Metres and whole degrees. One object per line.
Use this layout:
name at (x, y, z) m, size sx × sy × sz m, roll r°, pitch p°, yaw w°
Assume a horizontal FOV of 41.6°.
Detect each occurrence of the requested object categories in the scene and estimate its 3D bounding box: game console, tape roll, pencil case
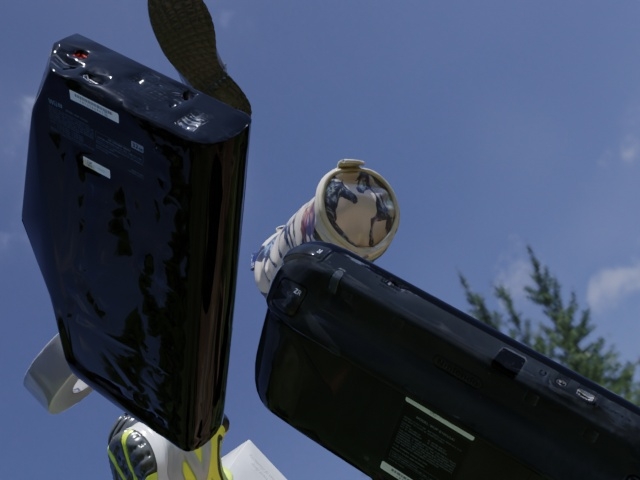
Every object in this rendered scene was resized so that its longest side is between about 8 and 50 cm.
game console at (-0.013, 0.056, 0.416) m, size 0.044 × 0.361 × 0.213 m, roll -39°, pitch -30°, yaw -43°
tape roll at (-0.436, 0.216, 1.553) m, size 0.219 × 0.072 × 0.219 m, roll -46°, pitch -8°, yaw -9°
pencil case at (0.000, 0.000, 1.552) m, size 0.160 × 0.184 × 0.410 m, roll -15°, pitch -13°, yaw -26°

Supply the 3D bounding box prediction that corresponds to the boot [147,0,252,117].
boot at (-0.196, -0.271, 1.244) m, size 0.083 × 0.161 × 0.246 m, roll -32°, pitch -64°, yaw -12°

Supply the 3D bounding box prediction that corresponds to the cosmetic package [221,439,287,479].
cosmetic package at (-0.196, 0.537, 1.457) m, size 0.385 × 0.217 × 0.156 m, roll -38°, pitch 5°, yaw 31°

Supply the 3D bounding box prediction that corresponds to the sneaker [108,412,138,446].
sneaker at (-0.362, 0.392, 1.896) m, size 0.296 × 0.147 × 0.104 m, roll -47°, pitch -48°, yaw -19°

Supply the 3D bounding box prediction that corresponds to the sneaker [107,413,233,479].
sneaker at (-0.159, 0.383, 1.097) m, size 0.147 × 0.145 × 0.385 m, roll -25°, pitch -52°, yaw -35°
